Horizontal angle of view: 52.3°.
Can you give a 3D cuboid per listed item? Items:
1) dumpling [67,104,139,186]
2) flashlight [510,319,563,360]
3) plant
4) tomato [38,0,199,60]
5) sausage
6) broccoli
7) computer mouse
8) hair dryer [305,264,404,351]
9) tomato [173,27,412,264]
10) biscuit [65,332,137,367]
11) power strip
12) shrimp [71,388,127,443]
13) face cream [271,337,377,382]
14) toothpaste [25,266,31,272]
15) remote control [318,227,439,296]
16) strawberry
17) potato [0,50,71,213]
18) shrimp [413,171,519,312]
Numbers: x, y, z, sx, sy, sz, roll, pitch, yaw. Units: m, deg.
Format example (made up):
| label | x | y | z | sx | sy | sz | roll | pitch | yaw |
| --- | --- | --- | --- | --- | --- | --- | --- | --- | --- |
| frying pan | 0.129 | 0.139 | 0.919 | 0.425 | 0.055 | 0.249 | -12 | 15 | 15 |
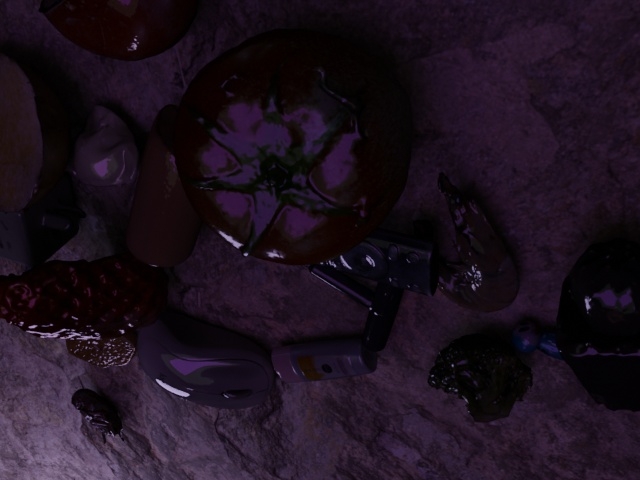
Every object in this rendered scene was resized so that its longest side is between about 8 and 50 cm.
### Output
| label | x | y | z | sx | sy | sz | roll | pitch | yaw |
| --- | --- | --- | --- | --- | --- | --- | --- | --- | --- |
| dumpling | -0.356 | -0.156 | 1.076 | 0.169 | 0.099 | 0.134 | 17 | 109 | 60 |
| flashlight | 0.359 | 0.160 | 1.002 | 0.129 | 0.051 | 0.051 | 16 | 129 | 6 |
| plant | 0.395 | 0.114 | 0.874 | 0.141 | 0.164 | 0.256 | 1 | 127 | 26 |
| tomato | -0.246 | -0.325 | 0.867 | 0.214 | 0.181 | 0.155 | -8 | 138 | 38 |
| sausage | -0.235 | -0.082 | 1.046 | 0.123 | 0.123 | 0.253 | 29 | 131 | 3 |
| broccoli | 0.259 | 0.216 | 1.038 | 0.162 | 0.138 | 0.146 | 12 | 144 | -20 |
| computer mouse | -0.241 | 0.250 | 1.298 | 0.296 | 0.121 | 0.184 | 25 | 129 | 8 |
| hair dryer | 0.039 | 0.088 | 1.101 | 0.194 | 0.050 | 0.173 | 22 | 129 | 14 |
| tomato | -0.031 | -0.127 | 0.847 | 0.303 | 0.239 | 0.304 | 5 | 119 | 9 |
| biscuit | -0.490 | 0.224 | 1.450 | 0.220 | 0.029 | 0.142 | -15 | 118 | 33 |
| power strip | -0.536 | -0.047 | 1.201 | 0.224 | 0.139 | 0.140 | 16 | 128 | 13 |
| shrimp | -0.539 | 0.436 | 1.605 | 0.073 | 0.075 | 0.190 | -31 | 122 | 4 |
| face cream | 0.005 | 0.221 | 1.201 | 0.198 | 0.057 | 0.084 | -15 | 116 | 32 |
| toothpaste | -0.626 | 0.082 | 1.411 | 0.045 | 0.028 | 0.170 | 36 | 129 | 6 |
| remote control | 0.000 | 0.000 | 1.018 | 0.377 | 0.044 | 0.107 | 15 | 142 | 24 |
| strawberry | -0.420 | 0.108 | 1.141 | 0.265 | 0.336 | 0.149 | -9 | 87 | 25 |
| potato | -0.500 | -0.188 | 1.089 | 0.299 | 0.116 | 0.239 | 41 | 119 | 23 |
| shrimp | 0.198 | 0.007 | 0.959 | 0.145 | 0.059 | 0.254 | -15 | 122 | 43 |
